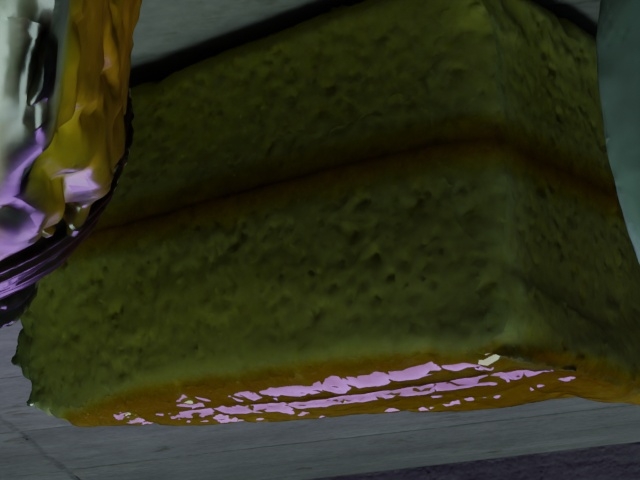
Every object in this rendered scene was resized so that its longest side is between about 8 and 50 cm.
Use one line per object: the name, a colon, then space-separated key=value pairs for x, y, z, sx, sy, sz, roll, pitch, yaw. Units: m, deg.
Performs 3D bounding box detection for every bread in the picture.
bread: x=0.000 y=0.000 z=1.198 sx=0.362 sy=0.233 sz=0.245 roll=-11 pitch=164 yaw=30

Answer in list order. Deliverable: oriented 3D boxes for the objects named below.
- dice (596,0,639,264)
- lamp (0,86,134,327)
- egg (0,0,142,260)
dice: x=0.318 y=-0.064 z=1.019 sx=0.263 sy=0.268 sz=0.265 roll=-16 pitch=159 yaw=29
lamp: x=-0.208 y=-0.055 z=0.936 sx=0.247 sy=0.247 sz=0.247 roll=-5 pitch=163 yaw=-2
egg: x=-0.146 y=-0.138 z=0.700 sx=0.174 sy=0.264 sz=0.286 roll=10 pitch=155 yaw=1
